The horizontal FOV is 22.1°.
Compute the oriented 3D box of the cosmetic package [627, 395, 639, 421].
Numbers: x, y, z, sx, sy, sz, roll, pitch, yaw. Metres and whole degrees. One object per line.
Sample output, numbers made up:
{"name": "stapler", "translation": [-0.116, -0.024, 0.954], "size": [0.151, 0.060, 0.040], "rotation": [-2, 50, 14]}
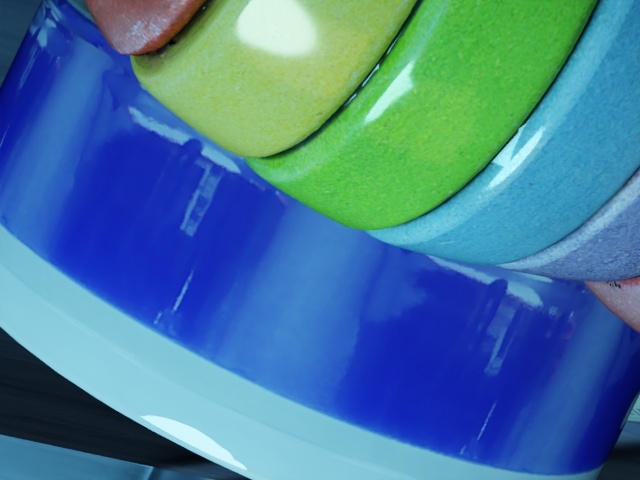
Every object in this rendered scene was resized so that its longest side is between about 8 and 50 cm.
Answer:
{"name": "cosmetic package", "translation": [0.221, 0.025, 0.755], "size": [0.309, 0.113, 0.160], "rotation": [5, 164, 26]}

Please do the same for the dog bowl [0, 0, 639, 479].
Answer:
{"name": "dog bowl", "translation": [0.000, 0.000, 0.619], "size": [0.265, 0.104, 0.265], "rotation": [24, -169, -5]}

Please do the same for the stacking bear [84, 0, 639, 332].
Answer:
{"name": "stacking bear", "translation": [0.006, -0.092, 0.413], "size": [0.289, 0.164, 0.175], "rotation": [22, 162, -21]}
